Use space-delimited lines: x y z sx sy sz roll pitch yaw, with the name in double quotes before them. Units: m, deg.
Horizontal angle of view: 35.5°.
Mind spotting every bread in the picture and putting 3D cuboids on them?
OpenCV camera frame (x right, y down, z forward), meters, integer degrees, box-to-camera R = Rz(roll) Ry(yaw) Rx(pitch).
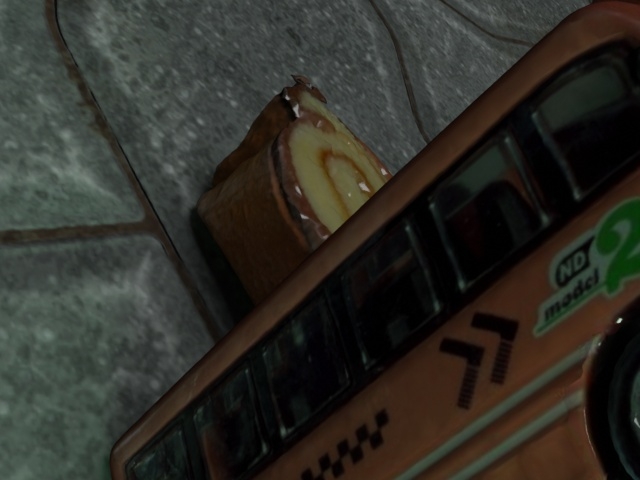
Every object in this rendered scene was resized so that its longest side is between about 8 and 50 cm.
"bread" 0.007 -0.001 0.774 0.190 0.123 0.244 -1 57 -54

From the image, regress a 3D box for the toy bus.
"toy bus" 0.087 0.085 0.492 0.203 0.427 0.233 15 42 -43
